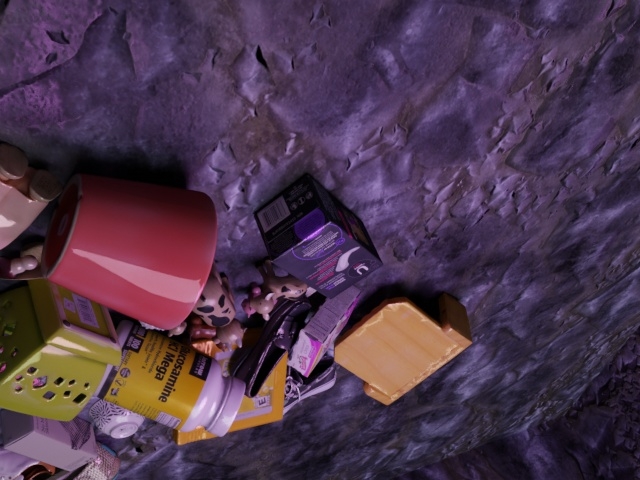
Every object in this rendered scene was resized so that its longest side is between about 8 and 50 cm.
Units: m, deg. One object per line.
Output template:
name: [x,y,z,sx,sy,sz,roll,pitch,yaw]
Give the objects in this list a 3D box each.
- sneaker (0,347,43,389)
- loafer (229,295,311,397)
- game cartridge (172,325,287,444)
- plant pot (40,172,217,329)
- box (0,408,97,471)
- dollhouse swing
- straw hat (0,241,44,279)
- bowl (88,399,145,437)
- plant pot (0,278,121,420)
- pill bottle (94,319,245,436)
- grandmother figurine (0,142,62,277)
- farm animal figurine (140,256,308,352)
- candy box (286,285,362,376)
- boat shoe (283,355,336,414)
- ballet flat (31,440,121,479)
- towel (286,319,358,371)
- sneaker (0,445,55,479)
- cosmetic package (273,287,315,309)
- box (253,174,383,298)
sneaker: [-0.706,0.294,1.493,0.063,0.074,0.170,-43,127,-20]
loafer: [-0.114,0.277,1.682,0.109,0.095,0.303,29,103,-44]
game cartridge: [-0.238,0.384,1.757,0.323,0.052,0.286,-4,104,-37]
plant pot: [-0.360,0.006,1.199,0.243,0.275,0.275,19,126,-32]
box: [-0.715,0.517,1.726,0.094,0.113,0.275,-28,146,2]
dollhouse swing: [0.234,0.280,2.026,0.305,0.315,0.347,43,112,-12]
straw hat: [-0.547,0.034,1.261,0.144,0.144,0.061,-6,98,-26]
bowl: [-0.559,0.503,1.831,0.170,0.080,0.170,-16,144,-12]
plant pot: [-0.557,0.207,1.347,0.207,0.228,0.227,-41,142,8]
pill bottle: [-0.357,0.336,1.542,0.333,0.188,0.188,26,125,-13]
grandmother figurine: [-0.601,-0.009,1.152,0.342,0.104,0.208,-37,109,21]
farm animal figurine: [-0.211,0.155,1.528,0.330,0.172,0.326,-35,143,13]
candy box: [0.013,0.231,1.742,0.233,0.071,0.159,-47,164,-44]
boat shoe: [-0.084,0.434,1.948,0.306,0.113,0.105,-17,136,-21]
ballet flat: [-0.834,0.731,1.913,0.482,0.164,0.182,-30,123,-5]
towel: [0.018,0.345,2.029,0.285,0.034,0.209,-42,142,20]
sneaker: [-0.868,0.629,1.763,0.289,0.123,0.106,-13,144,-16]
cosmetic package: [-0.075,0.140,1.706,0.115,0.041,0.060,-36,143,14]
box: [0.000,0.000,1.488,0.165,0.143,0.270,-34,144,14]
